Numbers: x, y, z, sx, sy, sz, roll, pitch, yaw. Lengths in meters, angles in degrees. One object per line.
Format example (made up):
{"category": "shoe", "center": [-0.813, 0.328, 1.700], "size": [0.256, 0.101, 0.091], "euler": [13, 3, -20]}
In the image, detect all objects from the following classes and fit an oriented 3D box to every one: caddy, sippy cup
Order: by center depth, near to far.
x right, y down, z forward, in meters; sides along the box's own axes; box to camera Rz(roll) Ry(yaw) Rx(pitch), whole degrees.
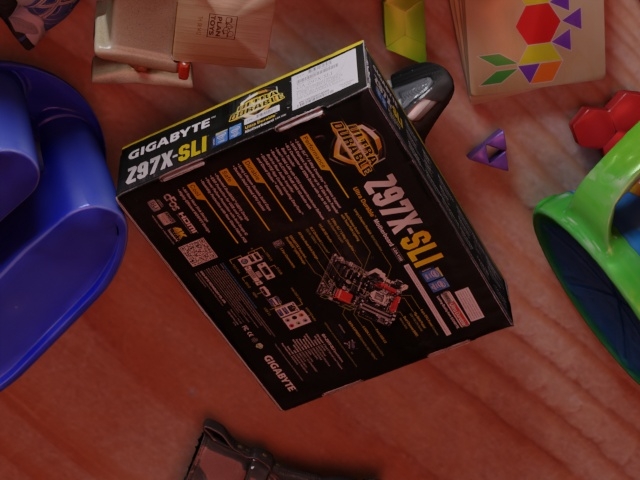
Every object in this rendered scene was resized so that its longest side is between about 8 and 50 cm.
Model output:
{"category": "caddy", "center": [-0.339, -0.007, 1.398], "size": [0.341, 0.179, 0.241], "euler": [-44, 134, 11]}
{"category": "sippy cup", "center": [0.361, 0.004, 1.466], "size": [0.224, 0.305, 0.240], "euler": [-34, 82, -4]}

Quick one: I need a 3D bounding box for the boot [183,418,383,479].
{"category": "boot", "center": [-0.062, 0.327, 1.621], "size": [0.229, 0.091, 0.263], "euler": [14, 106, -6]}

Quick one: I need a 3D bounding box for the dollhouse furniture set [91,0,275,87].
{"category": "dollhouse furniture set", "center": [-0.117, -0.240, 1.270], "size": [0.135, 0.259, 0.262], "euler": [4, 127, -9]}

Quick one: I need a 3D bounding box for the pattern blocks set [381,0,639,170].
{"category": "pattern blocks set", "center": [0.199, -0.222, 1.449], "size": [0.285, 0.026, 0.325], "euler": [0, 112, -7]}

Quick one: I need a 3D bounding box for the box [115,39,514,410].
{"category": "box", "center": [0.000, 0.000, 1.421], "size": [0.257, 0.079, 0.322], "euler": [-24, 127, 16]}

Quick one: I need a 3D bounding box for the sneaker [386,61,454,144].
{"category": "sneaker", "center": [0.070, -0.066, 1.470], "size": [0.132, 0.086, 0.228], "euler": [38, 119, -25]}

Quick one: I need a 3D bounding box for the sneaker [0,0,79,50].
{"category": "sneaker", "center": [-0.258, -0.234, 1.311], "size": [0.081, 0.211, 0.080], "euler": [-36, 85, -4]}
